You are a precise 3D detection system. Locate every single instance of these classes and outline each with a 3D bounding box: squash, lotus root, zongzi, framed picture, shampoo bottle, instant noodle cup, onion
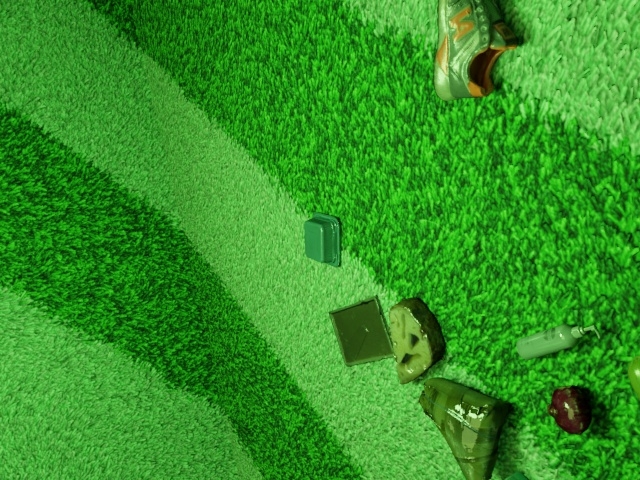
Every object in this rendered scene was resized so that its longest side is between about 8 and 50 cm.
[{"bbox_3d":[0.667,0.322,1.068,0.066,0.066,0.201,-34,75,52],"label":"squash"},{"bbox_3d":[0.278,0.297,1.585,0.170,0.075,0.260,-8,94,51],"label":"lotus root"},{"bbox_3d":[0.357,0.522,1.454,0.251,0.125,0.274,13,94,53],"label":"zongzi"},{"bbox_3d":[0.134,0.309,1.827,0.281,0.019,0.208,-27,77,53],"label":"framed picture"},{"bbox_3d":[0.534,0.220,1.227,0.195,0.056,0.056,-40,67,50],"label":"shampoo bottle"},{"bbox_3d":[0.000,0.000,1.883,0.157,0.070,0.179,18,115,52],"label":"instant noodle cup"},{"bbox_3d":[0.552,0.375,1.210,0.107,0.097,0.107,-5,-90,-84],"label":"onion"}]

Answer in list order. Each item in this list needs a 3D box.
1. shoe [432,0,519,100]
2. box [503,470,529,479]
[{"bbox_3d":[0.360,-0.473,1.217,0.171,0.132,0.336,26,122,42],"label":"shoe"},{"bbox_3d":[0.491,0.772,1.385,0.205,0.118,0.311,44,131,41],"label":"box"}]
